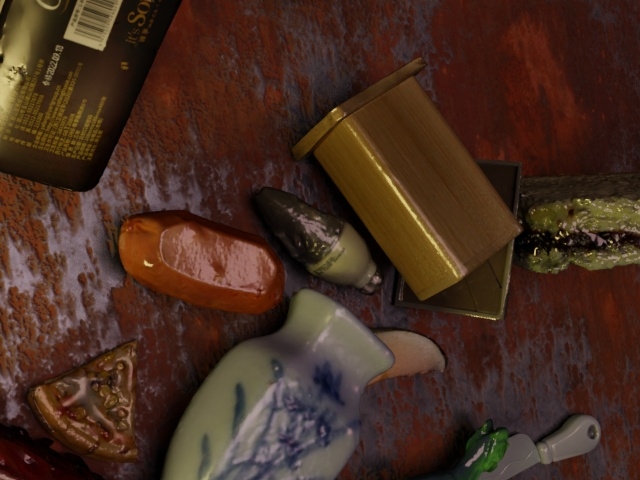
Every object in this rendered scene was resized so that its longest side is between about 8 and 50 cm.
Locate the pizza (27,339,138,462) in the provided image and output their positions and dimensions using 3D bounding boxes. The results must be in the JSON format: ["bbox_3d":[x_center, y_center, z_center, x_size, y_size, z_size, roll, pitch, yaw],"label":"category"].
[{"bbox_3d":[-0.294,0.221,1.393,0.176,0.036,0.185,-48,112,-21],"label":"pizza"}]

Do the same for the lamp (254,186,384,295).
[{"bbox_3d":[0.000,0.000,1.529,0.250,0.101,0.101,38,72,-16],"label":"lamp"}]

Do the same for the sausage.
[{"bbox_3d":[-0.165,0.033,1.417,0.258,0.133,0.133,18,81,-26],"label":"sausage"}]

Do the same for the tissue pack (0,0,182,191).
[{"bbox_3d":[-0.303,-0.268,1.204,0.210,0.198,0.370,19,116,-27],"label":"tissue pack"}]

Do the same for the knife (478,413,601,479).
[{"bbox_3d":[0.366,0.379,1.781,0.331,0.044,0.080,-15,97,-26],"label":"knife"}]

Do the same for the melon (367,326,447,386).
[{"bbox_3d":[0.132,0.183,1.634,0.182,0.054,0.098,-7,99,-30],"label":"melon"}]

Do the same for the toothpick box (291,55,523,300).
[{"bbox_3d":[0.138,-0.084,1.508,0.187,0.190,0.308,-35,88,-28],"label":"toothpick box"}]

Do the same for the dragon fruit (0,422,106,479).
[{"bbox_3d":[-0.378,0.416,1.236,0.286,0.228,0.329,38,70,-26],"label":"dragon fruit"}]

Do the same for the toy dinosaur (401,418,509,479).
[{"bbox_3d":[0.134,0.384,1.507,0.374,0.144,0.500,-54,144,-10],"label":"toy dinosaur"}]

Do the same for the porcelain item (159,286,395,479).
[{"bbox_3d":[-0.076,0.276,1.438,0.242,0.178,0.405,45,69,-22],"label":"porcelain item"}]

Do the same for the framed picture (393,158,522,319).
[{"bbox_3d":[0.223,-0.009,1.621,0.023,0.189,0.260,18,78,-65],"label":"framed picture"}]

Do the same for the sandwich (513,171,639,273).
[{"bbox_3d":[0.449,-0.035,1.672,0.325,0.262,0.131,-3,104,3],"label":"sandwich"}]
